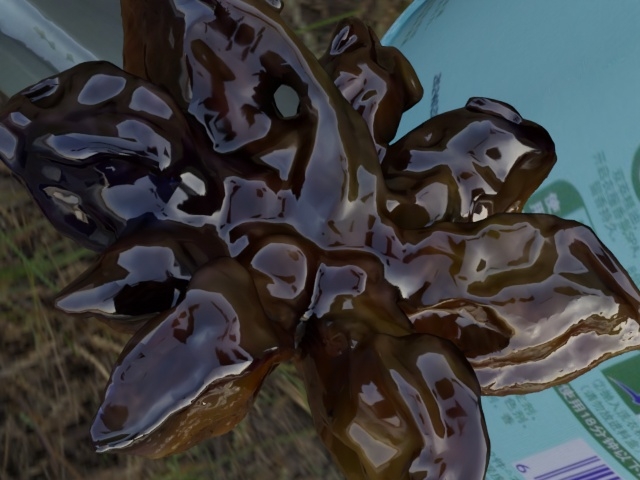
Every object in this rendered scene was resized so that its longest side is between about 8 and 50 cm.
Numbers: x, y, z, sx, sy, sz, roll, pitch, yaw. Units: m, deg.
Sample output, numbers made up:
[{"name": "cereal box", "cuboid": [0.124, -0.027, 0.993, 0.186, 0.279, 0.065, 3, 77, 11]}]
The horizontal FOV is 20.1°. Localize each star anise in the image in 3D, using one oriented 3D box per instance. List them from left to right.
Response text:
[{"name": "star anise", "cuboid": [-0.001, 0.000, 0.405, 0.168, 0.057, 0.168, 17, 50, -21]}]

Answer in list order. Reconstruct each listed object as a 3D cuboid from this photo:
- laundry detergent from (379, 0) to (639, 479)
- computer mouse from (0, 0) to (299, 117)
[{"name": "laundry detergent", "cuboid": [0.198, -0.037, 0.627, 0.287, 0.305, 0.287, 11, 67, -26]}, {"name": "computer mouse", "cuboid": [-0.043, -0.056, 0.893, 0.331, 0.197, 0.095, 38, 100, -10]}]
